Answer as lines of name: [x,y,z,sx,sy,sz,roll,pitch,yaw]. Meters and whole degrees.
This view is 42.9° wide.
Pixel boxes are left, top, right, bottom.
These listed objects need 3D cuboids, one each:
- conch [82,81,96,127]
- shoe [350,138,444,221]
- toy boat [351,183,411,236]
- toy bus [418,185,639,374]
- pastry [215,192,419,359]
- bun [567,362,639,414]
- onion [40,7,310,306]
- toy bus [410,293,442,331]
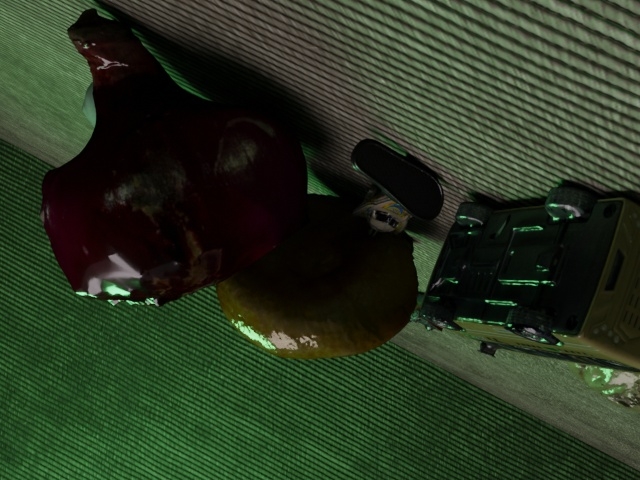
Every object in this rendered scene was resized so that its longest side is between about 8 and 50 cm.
conch: [-0.341,-0.223,1.502,0.221,0.121,0.185,33,-160,-54]
shoe: [0.099,-0.086,1.086,0.159,0.062,0.053,32,-177,-28]
toy boat: [0.106,-0.050,1.232,0.084,0.066,0.210,27,170,-4]
toy bus: [0.277,0.060,0.995,0.201,0.177,0.365,25,171,-17]
pastry: [-0.001,0.062,1.370,0.356,0.356,0.164,25,138,21]
bun: [0.513,0.221,1.362,0.210,0.116,0.237,29,172,-7]
onion: [-0.230,-0.131,1.179,0.398,0.398,0.420,175,77,-74]
toy bus: [0.235,0.165,1.991,0.065,0.077,0.192,36,170,-30]
